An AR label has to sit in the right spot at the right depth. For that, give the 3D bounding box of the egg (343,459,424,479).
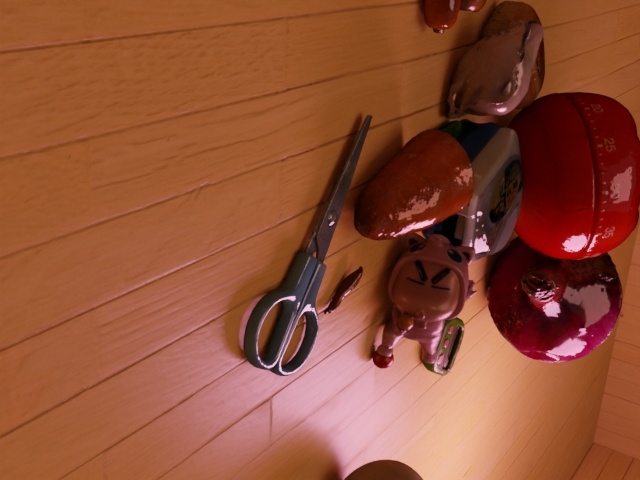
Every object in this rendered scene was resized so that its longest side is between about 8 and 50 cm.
[{"bbox_3d":[0.117,0.561,1.557,0.219,0.219,0.270,-10,114,-56],"label":"egg"}]

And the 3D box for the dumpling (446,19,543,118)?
[{"bbox_3d":[0.352,-0.319,1.570,0.247,0.142,0.172,-44,160,17],"label":"dumpling"}]

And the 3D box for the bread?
[{"bbox_3d":[0.414,-0.386,1.691,0.140,0.106,0.236,-60,148,-25],"label":"bread"}]

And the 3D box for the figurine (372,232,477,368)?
[{"bbox_3d":[0.206,0.131,1.553,0.186,0.176,0.288,-67,176,-65],"label":"figurine"}]

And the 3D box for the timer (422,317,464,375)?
[{"bbox_3d":[0.284,0.240,1.840,0.128,0.047,0.140,30,79,-57],"label":"timer"}]

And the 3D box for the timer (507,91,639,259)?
[{"bbox_3d":[0.556,-0.144,1.802,0.378,0.279,0.378,173,-90,-85],"label":"timer"}]

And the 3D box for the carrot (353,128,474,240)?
[{"bbox_3d":[0.140,-0.079,1.384,0.225,0.159,0.159,-30,130,-32],"label":"carrot"}]

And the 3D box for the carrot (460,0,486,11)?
[{"bbox_3d":[0.274,-0.510,1.425,0.087,0.087,0.194,-19,120,-54],"label":"carrot"}]

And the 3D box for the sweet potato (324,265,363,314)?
[{"bbox_3d":[0.040,0.090,1.394,0.115,0.026,0.026,-52,143,-24],"label":"sweet potato"}]

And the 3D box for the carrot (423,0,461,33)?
[{"bbox_3d":[0.214,-0.469,1.367,0.067,0.067,0.225,-24,123,-52],"label":"carrot"}]

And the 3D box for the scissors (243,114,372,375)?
[{"bbox_3d":[0.000,0.000,1.278,0.192,0.029,0.447,35,74,-59],"label":"scissors"}]

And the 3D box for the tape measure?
[{"bbox_3d":[0.317,-0.091,1.647,0.259,0.138,0.262,-46,140,-36],"label":"tape measure"}]

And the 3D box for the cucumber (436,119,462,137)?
[{"bbox_3d":[0.235,-0.202,1.556,0.155,0.037,0.037,-32,130,-47],"label":"cucumber"}]

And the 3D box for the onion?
[{"bbox_3d":[0.566,0.126,1.970,0.385,0.347,0.348,19,88,-63],"label":"onion"}]
